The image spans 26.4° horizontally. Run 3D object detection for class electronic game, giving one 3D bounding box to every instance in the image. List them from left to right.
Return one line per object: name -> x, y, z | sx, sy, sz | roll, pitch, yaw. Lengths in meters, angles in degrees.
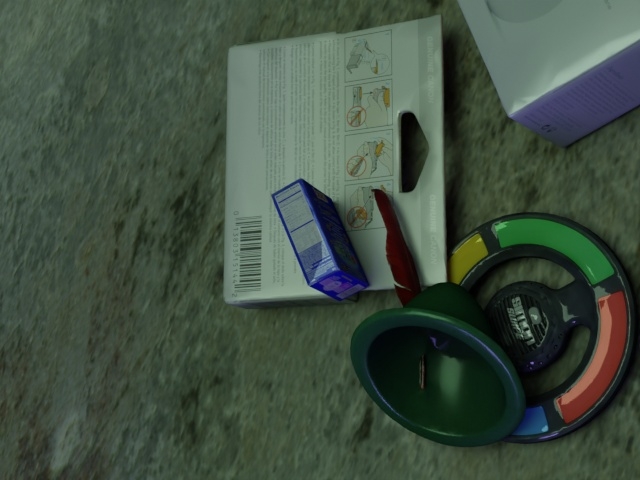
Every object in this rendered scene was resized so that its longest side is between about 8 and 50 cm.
electronic game -> 0.201, 0.085, 1.341 | 0.229, 0.048, 0.229 | -8, 76, 31

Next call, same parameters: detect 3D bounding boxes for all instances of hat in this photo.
hat -> 0.136, 0.069, 1.346 | 0.173, 0.208, 0.183 | -11, 33, 36

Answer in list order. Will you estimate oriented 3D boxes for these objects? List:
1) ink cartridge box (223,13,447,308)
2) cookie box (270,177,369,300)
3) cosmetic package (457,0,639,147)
ink cartridge box -> 0.023, -0.080, 1.478 | 0.261, 0.066, 0.296 | -5, 78, 24
cookie box -> 0.000, 0.000, 1.385 | 0.040, 0.092, 0.107 | -28, 69, 14
cosmetic package -> 0.263, -0.249, 1.317 | 0.225, 0.138, 0.224 | -30, 65, 25
